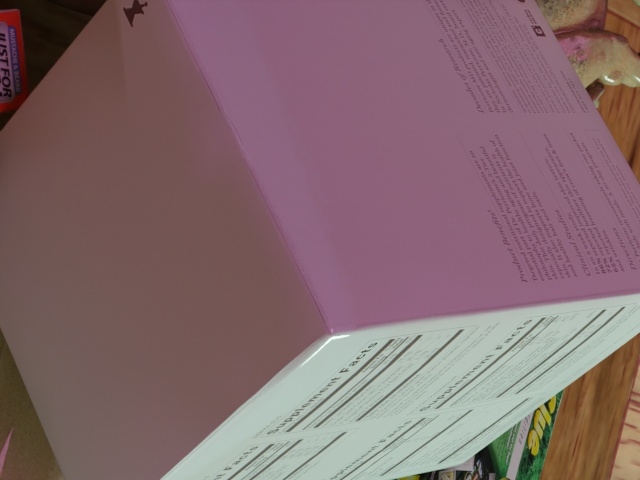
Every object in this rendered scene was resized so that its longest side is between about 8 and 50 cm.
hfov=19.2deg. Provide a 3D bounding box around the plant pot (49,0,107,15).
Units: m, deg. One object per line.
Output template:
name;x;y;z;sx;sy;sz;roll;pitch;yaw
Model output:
plant pot;-0.089;-0.221;0.919;0.284;0.284;0.191;-28;149;-35

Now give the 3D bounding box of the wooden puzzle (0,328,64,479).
wooden puzzle;-0.299;0.139;0.881;0.348;0.080;0.322;18;83;-35

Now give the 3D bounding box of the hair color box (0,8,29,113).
hair color box;-0.233;-0.076;0.895;0.167;0.093;0.053;-15;106;-38

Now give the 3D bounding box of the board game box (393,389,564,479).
board game box;0.089;0.146;1.147;0.136;0.030;0.259;59;38;-35

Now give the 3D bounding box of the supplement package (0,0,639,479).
supplement package;0.000;0.000;0.937;0.263;0.198;0.199;-5;61;-45

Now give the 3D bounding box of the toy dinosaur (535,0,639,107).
toy dinosaur;0.128;-0.148;1.181;0.200;0.127;0.295;-13;108;-39
